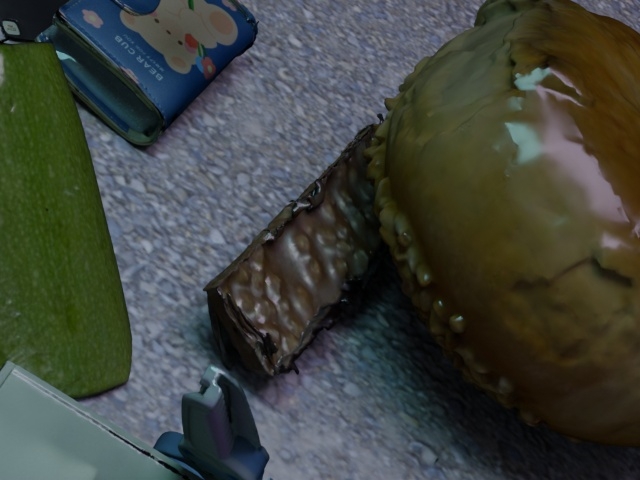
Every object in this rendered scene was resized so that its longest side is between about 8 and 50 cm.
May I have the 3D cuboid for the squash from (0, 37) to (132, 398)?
[{"bbox_3d":[-0.250,-0.009,1.346,0.189,0.189,0.261,-16,95,-48],"label":"squash"}]

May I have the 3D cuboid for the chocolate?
[{"bbox_3d":[-0.003,0.004,1.497,0.102,0.065,0.329,64,32,-14],"label":"chocolate"}]

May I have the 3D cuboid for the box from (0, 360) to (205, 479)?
[{"bbox_3d":[-0.138,0.194,1.145,0.225,0.086,0.129,33,36,-4],"label":"box"}]

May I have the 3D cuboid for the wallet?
[{"bbox_3d":[-0.148,-0.176,1.587,0.141,0.059,0.202,43,38,-5],"label":"wallet"}]

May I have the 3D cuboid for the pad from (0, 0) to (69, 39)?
[{"bbox_3d":[-0.203,-0.202,1.624,0.193,0.004,0.116,5,45,-36],"label":"pad"}]

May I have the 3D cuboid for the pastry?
[{"bbox_3d":[0.208,-0.012,1.521,0.409,0.245,0.410,34,35,-28],"label":"pastry"}]

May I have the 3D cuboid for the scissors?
[{"bbox_3d":[-0.060,0.133,1.161,0.125,0.256,0.030,28,70,12],"label":"scissors"}]
